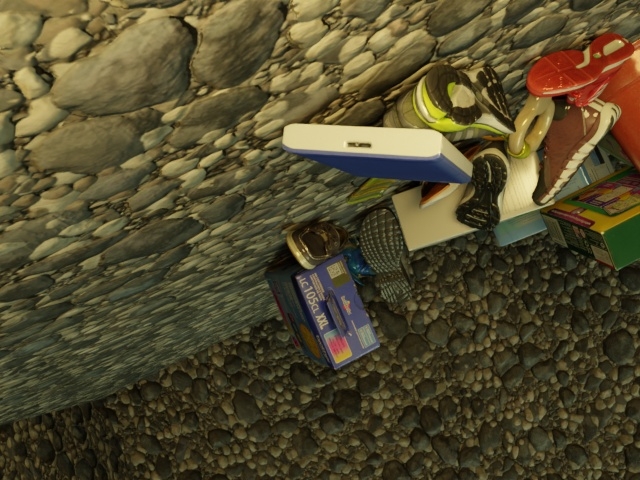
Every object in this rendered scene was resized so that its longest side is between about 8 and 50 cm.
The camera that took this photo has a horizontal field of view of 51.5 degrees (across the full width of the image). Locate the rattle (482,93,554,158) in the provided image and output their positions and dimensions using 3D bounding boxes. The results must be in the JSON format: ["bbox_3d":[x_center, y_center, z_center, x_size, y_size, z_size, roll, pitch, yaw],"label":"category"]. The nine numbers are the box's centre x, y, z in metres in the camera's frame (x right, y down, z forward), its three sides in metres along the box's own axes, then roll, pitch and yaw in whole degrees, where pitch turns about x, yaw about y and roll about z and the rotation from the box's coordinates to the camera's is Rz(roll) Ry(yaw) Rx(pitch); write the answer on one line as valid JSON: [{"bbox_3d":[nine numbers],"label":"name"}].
[{"bbox_3d":[0.393,-0.273,1.299,0.130,0.143,0.200,-14,131,-24],"label":"rattle"}]

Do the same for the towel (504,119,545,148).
[{"bbox_3d":[0.546,-0.276,1.624,0.187,0.049,0.282,-32,168,27],"label":"towel"}]

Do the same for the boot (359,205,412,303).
[{"bbox_3d":[0.184,-0.006,1.875,0.118,0.338,0.223,-6,-141,10],"label":"boot"}]

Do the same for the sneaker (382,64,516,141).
[{"bbox_3d":[0.201,-0.199,1.015,0.121,0.111,0.299,-20,171,39],"label":"sneaker"}]

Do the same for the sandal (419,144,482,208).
[{"bbox_3d":[0.282,-0.163,1.501,0.102,0.076,0.265,-30,-168,49],"label":"sandal"}]

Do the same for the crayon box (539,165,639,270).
[{"bbox_3d":[0.737,-0.077,1.559,0.313,0.106,0.363,-26,-170,3],"label":"crayon box"}]

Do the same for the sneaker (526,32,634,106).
[{"bbox_3d":[0.442,-0.267,1.160,0.221,0.087,0.128,-22,149,-17],"label":"sneaker"}]

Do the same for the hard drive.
[{"bbox_3d":[0.101,-0.124,0.988,0.210,0.040,0.318,6,-178,20],"label":"hard drive"}]

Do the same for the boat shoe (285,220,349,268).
[{"bbox_3d":[0.000,0.000,1.568,0.092,0.103,0.285,-33,173,15],"label":"boat shoe"}]

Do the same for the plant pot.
[{"bbox_3d":[0.726,-0.277,1.402,0.272,0.265,0.272,-25,170,-4],"label":"plant pot"}]

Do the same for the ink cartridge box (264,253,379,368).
[{"bbox_3d":[0.005,0.182,1.795,0.151,0.270,0.395,-25,-174,-19],"label":"ink cartridge box"}]

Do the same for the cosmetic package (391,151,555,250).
[{"bbox_3d":[0.386,-0.103,1.677,0.365,0.155,0.197,-20,176,20],"label":"cosmetic package"}]

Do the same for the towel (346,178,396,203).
[{"bbox_3d":[0.147,-0.138,1.407,0.102,0.021,0.237,-21,170,-32],"label":"towel"}]

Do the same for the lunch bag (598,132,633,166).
[{"bbox_3d":[0.821,-0.313,1.623,0.279,0.108,0.224,-35,-154,6],"label":"lunch bag"}]

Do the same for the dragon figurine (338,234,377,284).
[{"bbox_3d":[0.100,0.081,1.967,0.144,0.289,0.085,-51,-153,-22],"label":"dragon figurine"}]

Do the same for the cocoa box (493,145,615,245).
[{"bbox_3d":[0.699,-0.159,2.049,0.227,0.232,0.347,-18,173,-46],"label":"cocoa box"}]

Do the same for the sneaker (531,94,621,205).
[{"bbox_3d":[0.502,-0.216,1.436,0.106,0.162,0.281,-40,163,-45],"label":"sneaker"}]

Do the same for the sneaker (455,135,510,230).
[{"bbox_3d":[0.373,-0.120,1.475,0.272,0.100,0.108,92,21,-53],"label":"sneaker"}]
